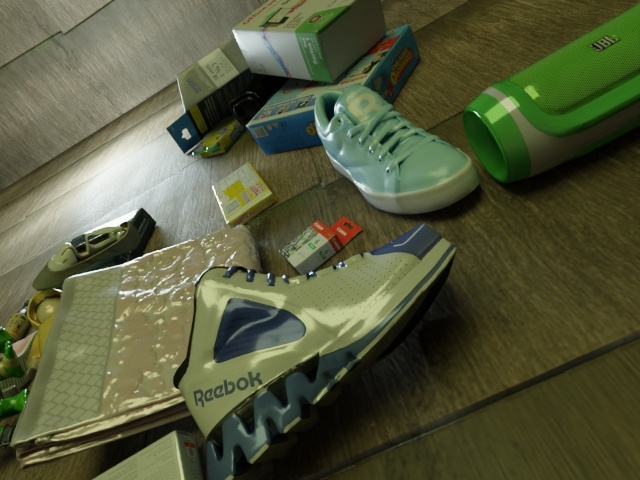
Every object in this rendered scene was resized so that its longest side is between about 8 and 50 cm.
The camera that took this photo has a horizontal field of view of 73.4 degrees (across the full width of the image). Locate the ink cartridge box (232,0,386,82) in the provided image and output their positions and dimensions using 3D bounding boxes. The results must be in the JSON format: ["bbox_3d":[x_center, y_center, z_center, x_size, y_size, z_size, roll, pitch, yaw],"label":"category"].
[{"bbox_3d":[-0.028,-0.469,0.963,0.278,0.117,0.201,24,63,38],"label":"ink cartridge box"}]

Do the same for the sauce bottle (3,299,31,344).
[{"bbox_3d":[-0.675,0.186,0.959,0.042,0.042,0.128,-26,36,11],"label":"sauce bottle"}]

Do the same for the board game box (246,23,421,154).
[{"bbox_3d":[0.031,-0.340,0.982,0.309,0.086,0.301,1,47,40],"label":"board game box"}]

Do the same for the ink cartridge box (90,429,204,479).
[{"bbox_3d":[-0.174,0.305,0.418,0.146,0.045,0.179,-32,52,3],"label":"ink cartridge box"}]

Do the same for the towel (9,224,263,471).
[{"bbox_3d":[-0.227,0.109,0.606,0.317,0.053,0.331,-18,35,-7],"label":"towel"}]

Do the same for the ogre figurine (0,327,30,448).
[{"bbox_3d":[-0.515,0.239,0.651,0.118,0.196,0.097,-21,-6,-32],"label":"ogre figurine"}]

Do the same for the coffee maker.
[{"bbox_3d":[-0.158,-0.382,1.116,0.120,0.171,0.178,-39,19,47],"label":"coffee maker"}]

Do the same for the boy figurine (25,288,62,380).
[{"bbox_3d":[-0.450,0.157,0.768,0.177,0.092,0.285,-47,39,-15],"label":"boy figurine"}]

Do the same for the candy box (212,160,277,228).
[{"bbox_3d":[-0.165,-0.100,0.902,0.105,0.027,0.206,-33,34,-3],"label":"candy box"}]

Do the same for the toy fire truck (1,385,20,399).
[{"bbox_3d":[-0.644,0.277,0.692,0.246,0.216,0.159,-36,36,-32],"label":"toy fire truck"}]

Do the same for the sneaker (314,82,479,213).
[{"bbox_3d":[0.079,-0.156,0.660,0.135,0.150,0.366,-40,35,-8],"label":"sneaker"}]

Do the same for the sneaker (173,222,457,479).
[{"bbox_3d":[-0.027,0.070,0.431,0.316,0.127,0.182,-41,66,-10],"label":"sneaker"}]

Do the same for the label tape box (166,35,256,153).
[{"bbox_3d":[-0.320,-0.424,1.262,0.334,0.105,0.240,-39,-1,-8],"label":"label tape box"}]

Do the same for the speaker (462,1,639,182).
[{"bbox_3d":[0.331,-0.187,0.512,0.297,0.131,0.131,-29,34,7],"label":"speaker"}]

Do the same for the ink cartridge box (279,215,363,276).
[{"bbox_3d":[0.000,0.000,0.640,0.115,0.029,0.063,-39,34,-7],"label":"ink cartridge box"}]

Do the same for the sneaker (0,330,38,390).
[{"bbox_3d":[-0.571,0.233,0.810,0.070,0.051,0.134,-23,32,19],"label":"sneaker"}]

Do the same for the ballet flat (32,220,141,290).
[{"bbox_3d":[-0.467,0.021,0.848,0.213,0.068,0.072,-29,46,-24],"label":"ballet flat"}]

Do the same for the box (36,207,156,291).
[{"bbox_3d":[-0.512,0.034,0.995,0.233,0.059,0.183,-21,36,17],"label":"box"}]

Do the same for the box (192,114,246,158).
[{"bbox_3d":[-0.281,-0.297,1.228,0.105,0.043,0.179,-3,42,37],"label":"box"}]
